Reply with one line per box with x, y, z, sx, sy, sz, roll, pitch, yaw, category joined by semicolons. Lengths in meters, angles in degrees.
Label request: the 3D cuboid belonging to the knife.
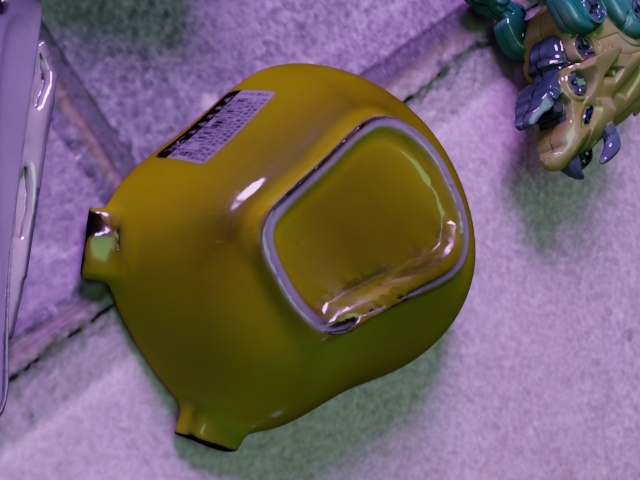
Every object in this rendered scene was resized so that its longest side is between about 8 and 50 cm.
-0.193;-0.021;0.736;0.073;0.041;0.265;13;76;-39;knife

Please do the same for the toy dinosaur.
0.210;-0.160;0.963;0.259;0.094;0.153;-39;102;-36;toy dinosaur

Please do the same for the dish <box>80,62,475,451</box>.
0.000;0.000;0.804;0.262;0.108;0.221;-33;98;-29;dish
